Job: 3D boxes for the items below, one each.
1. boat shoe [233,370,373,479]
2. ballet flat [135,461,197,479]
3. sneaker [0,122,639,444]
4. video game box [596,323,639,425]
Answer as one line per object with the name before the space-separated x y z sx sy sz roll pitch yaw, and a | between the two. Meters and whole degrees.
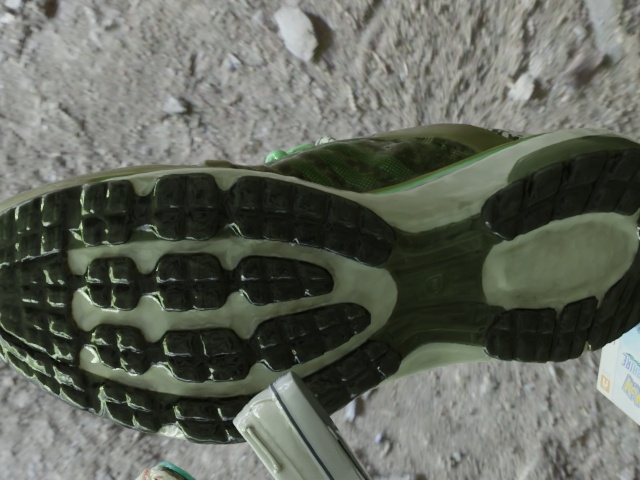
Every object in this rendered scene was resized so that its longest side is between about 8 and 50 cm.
boat shoe | 0.003 0.094 0.397 0.035 0.035 0.100 -36 71 3
ballet flat | -0.118 0.240 0.905 0.091 0.241 0.077 33 67 11
sneaker | 0.000 0.000 0.680 0.410 0.182 0.158 -4 112 -20
video game box | 0.275 0.069 0.804 0.048 0.205 0.187 -9 115 -19
